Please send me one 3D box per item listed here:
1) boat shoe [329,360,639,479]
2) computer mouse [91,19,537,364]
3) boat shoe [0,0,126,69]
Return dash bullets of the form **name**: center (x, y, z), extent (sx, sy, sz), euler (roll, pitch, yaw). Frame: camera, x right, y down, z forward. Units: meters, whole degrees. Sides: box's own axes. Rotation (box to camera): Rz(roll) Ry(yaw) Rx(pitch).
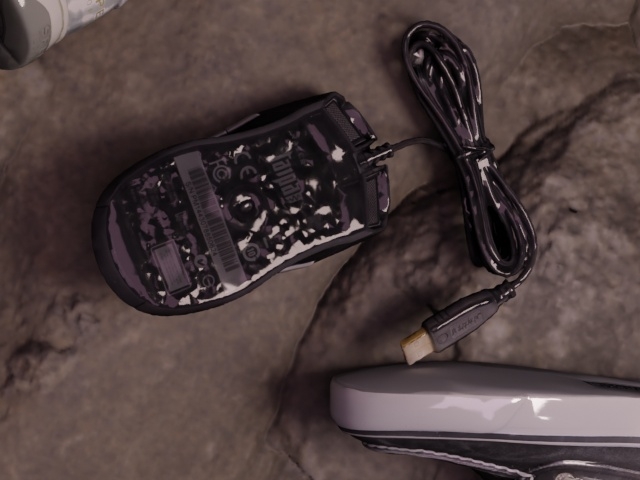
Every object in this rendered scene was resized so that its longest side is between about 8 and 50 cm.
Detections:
- **boat shoe**: center (0.148, 0.134, 1.111), extent (0.301, 0.108, 0.102), euler (6, 95, -18)
- **computer mouse**: center (0.000, 0.000, 1.086), extent (0.262, 0.060, 0.184), euler (-28, 98, -17)
- **boat shoe**: center (-0.216, -0.243, 0.973), extent (0.103, 0.118, 0.320), euler (-34, 85, -30)
